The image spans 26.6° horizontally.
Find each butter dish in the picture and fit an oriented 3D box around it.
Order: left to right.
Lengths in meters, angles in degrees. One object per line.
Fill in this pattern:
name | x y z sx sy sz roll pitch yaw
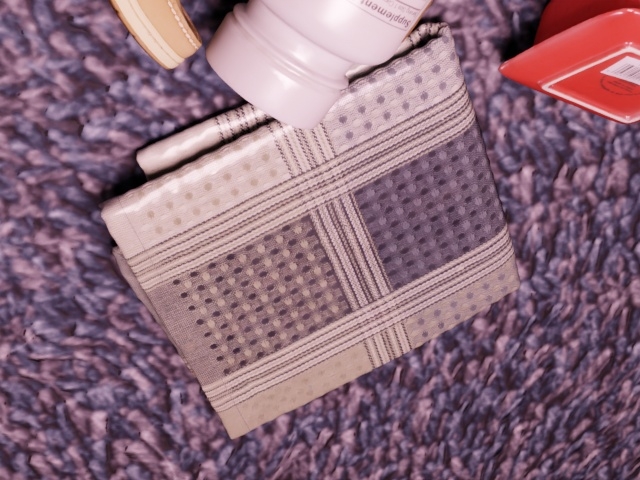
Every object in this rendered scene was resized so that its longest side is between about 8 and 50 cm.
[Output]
butter dish | 0.251 -0.176 1.099 0.160 0.118 0.160 17 160 -29

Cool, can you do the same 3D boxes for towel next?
towel | 0.000 0.000 1.167 0.324 0.056 0.312 -27 132 -4

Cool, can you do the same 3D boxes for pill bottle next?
pill bottle | 0.021 -0.199 0.974 0.131 0.131 0.229 24 112 -33

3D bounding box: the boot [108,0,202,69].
boot | -0.080 -0.260 0.919 0.203 0.095 0.262 -27 125 -4
